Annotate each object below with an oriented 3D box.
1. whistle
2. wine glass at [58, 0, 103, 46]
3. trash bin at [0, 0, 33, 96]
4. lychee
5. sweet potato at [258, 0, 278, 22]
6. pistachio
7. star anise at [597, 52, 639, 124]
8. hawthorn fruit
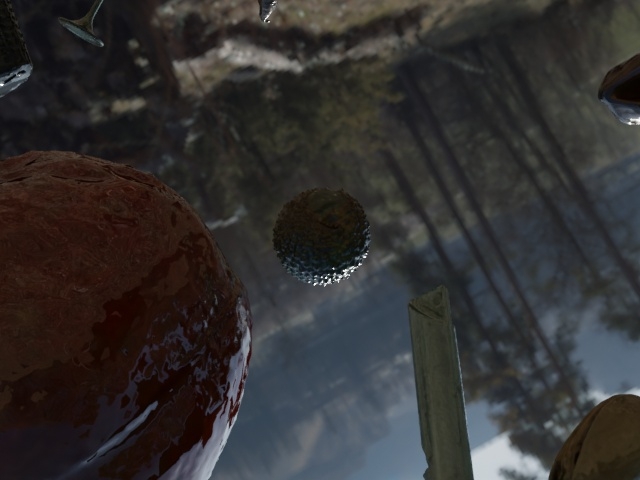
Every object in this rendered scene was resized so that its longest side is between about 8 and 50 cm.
[{"bbox_3d":[0.148,0.201,1.510,0.062,0.312,0.062,-3,150,-1],"label":"whistle"},{"bbox_3d":[-0.303,-0.386,1.800,0.195,0.079,0.079,-61,173,-6],"label":"wine glass"},{"bbox_3d":[-0.468,-0.268,1.626,0.175,0.161,0.175,-27,179,-1],"label":"trash bin"},{"bbox_3d":[0.000,0.000,1.928,0.171,0.171,0.171,-29,171,-5],"label":"lychee"},{"bbox_3d":[-0.091,-0.456,2.085,0.060,0.068,0.206,3,131,2],"label":"sweet potato"},{"bbox_3d":[0.434,0.324,1.867,0.226,0.136,0.136,-35,175,-28],"label":"pistachio"},{"bbox_3d":[0.250,-0.092,0.568,0.190,0.220,0.126,-60,150,0],"label":"star anise"},{"bbox_3d":[-0.168,0.071,0.688,0.262,0.258,0.258,-53,179,-18],"label":"hawthorn fruit"}]
